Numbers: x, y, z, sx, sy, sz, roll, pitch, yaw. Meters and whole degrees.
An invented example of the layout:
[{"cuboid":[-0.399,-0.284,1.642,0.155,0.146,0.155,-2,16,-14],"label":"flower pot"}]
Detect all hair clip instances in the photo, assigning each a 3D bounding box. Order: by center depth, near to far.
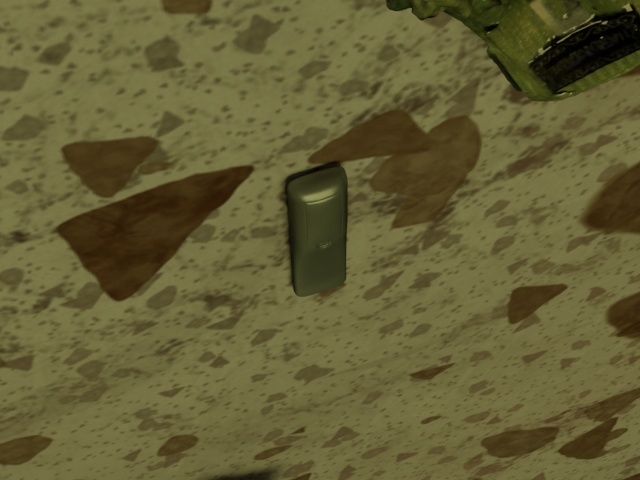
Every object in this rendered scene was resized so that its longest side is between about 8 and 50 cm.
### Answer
[{"cuboid":[0.136,-0.179,0.966,0.138,0.091,0.321,-31,160,18],"label":"hair clip"}]

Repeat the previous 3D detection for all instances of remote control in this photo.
[{"cuboid":[0.000,0.000,1.234,0.050,0.027,0.184,-17,152,-8],"label":"remote control"}]
